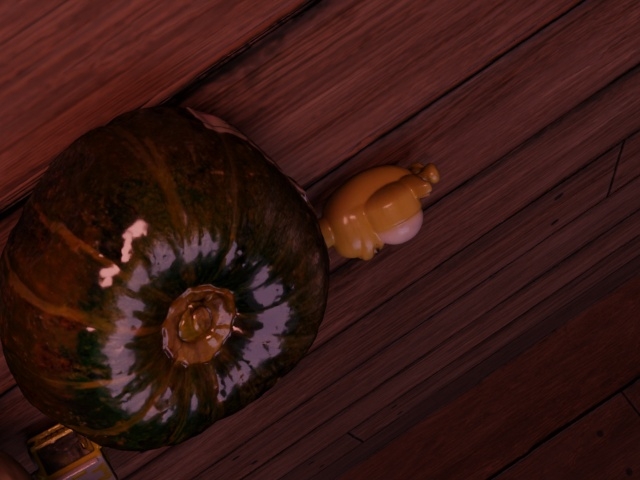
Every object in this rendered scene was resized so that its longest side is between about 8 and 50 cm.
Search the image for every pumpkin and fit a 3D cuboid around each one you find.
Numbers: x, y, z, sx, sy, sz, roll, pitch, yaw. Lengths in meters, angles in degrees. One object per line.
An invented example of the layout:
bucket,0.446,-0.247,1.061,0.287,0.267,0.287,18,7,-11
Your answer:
pumpkin,-0.125,0.027,0.622,0.260,0.189,0.260,-19,124,-32

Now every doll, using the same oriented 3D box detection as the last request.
doll,0.000,0.001,0.856,0.291,0.086,0.117,-31,-162,-13

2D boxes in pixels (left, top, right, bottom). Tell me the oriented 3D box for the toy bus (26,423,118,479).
toy bus,-0.303,0.284,1.019,0.081,0.074,0.226,-25,157,-20

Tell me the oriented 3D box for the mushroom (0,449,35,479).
mushroom,-0.382,0.343,0.774,0.353,0.353,0.325,-44,-174,23
